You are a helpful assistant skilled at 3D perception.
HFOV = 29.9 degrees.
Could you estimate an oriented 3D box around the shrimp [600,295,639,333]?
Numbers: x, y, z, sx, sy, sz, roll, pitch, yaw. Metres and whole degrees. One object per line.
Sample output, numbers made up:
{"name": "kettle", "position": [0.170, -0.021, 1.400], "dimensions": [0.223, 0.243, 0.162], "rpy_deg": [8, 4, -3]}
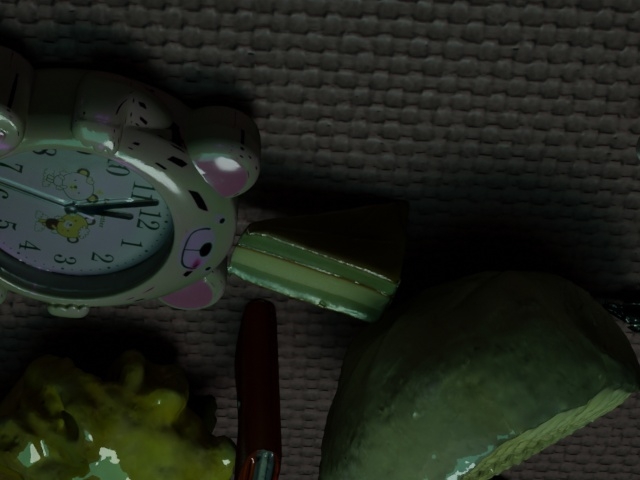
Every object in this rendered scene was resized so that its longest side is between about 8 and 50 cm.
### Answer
{"name": "shrimp", "position": [0.412, 0.136, 1.370], "dimensions": [0.262, 0.051, 0.198], "rpy_deg": [8, 135, -14]}

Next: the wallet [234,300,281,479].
{"name": "wallet", "position": [-0.070, 0.186, 1.300], "dimensions": [0.045, 0.204, 0.142], "rpy_deg": [3, 135, -8]}

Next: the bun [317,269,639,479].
{"name": "bun", "position": [0.145, 0.150, 1.241], "dimensions": [0.364, 0.202, 0.364], "rpy_deg": [-28, 163, -9]}

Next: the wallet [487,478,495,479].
{"name": "wallet", "position": [0.186, 0.341, 1.580], "dimensions": [0.152, 0.039, 0.118], "rpy_deg": [36, 122, -27]}

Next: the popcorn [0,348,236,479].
{"name": "popcorn", "position": [-0.253, 0.272, 1.355], "dimensions": [0.316, 0.281, 0.297], "rpy_deg": [-38, 108, 17]}

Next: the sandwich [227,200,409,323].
{"name": "sandwich", "position": [0.000, 0.000, 1.195], "dimensions": [0.163, 0.113, 0.079], "rpy_deg": [17, 134, -6]}

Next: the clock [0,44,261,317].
{"name": "clock", "position": [-0.225, -0.041, 1.135], "dimensions": [0.309, 0.114, 0.284], "rpy_deg": [9, 133, -11]}

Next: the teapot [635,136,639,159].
{"name": "teapot", "position": [0.393, -0.124, 1.078], "dimensions": [0.226, 0.092, 0.145], "rpy_deg": [-22, 129, 22]}
